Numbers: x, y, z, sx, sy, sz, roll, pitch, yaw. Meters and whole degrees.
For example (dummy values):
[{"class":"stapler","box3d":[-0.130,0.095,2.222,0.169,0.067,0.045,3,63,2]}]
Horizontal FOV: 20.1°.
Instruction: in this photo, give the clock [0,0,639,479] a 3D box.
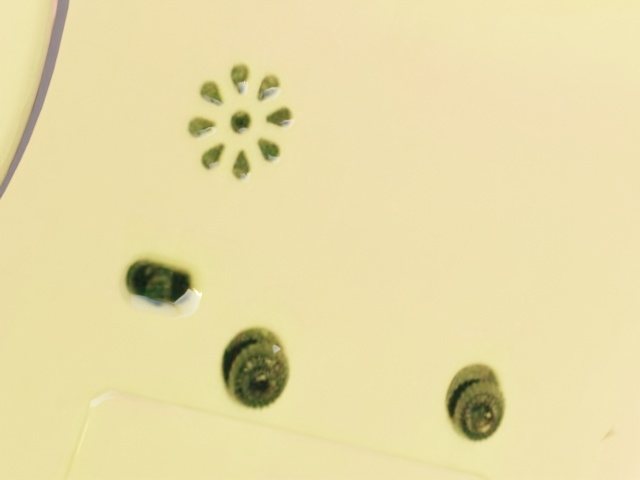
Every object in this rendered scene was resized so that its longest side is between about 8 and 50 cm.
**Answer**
[{"class":"clock","box3d":[0.000,0.000,0.459,0.338,0.338,0.102,-22,23,-25]}]
